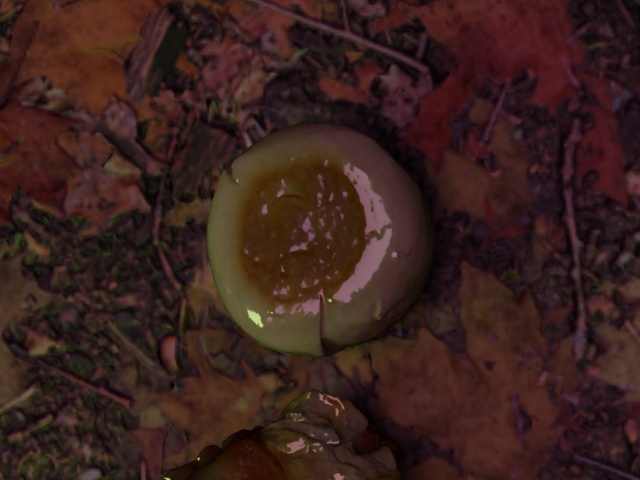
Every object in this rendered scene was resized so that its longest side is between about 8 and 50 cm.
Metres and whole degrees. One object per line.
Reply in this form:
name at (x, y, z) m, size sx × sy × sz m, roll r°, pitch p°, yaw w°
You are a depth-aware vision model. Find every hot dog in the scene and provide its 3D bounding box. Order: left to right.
hot dog at (-0.037, 0.194, 1.124) m, size 0.213 × 0.103 × 0.146 m, roll -30°, pitch 58°, yaw 3°

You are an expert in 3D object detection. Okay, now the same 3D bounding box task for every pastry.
pastry at (0.000, 0.000, 1.126) m, size 0.156 × 0.092 × 0.156 m, roll -1°, pitch 84°, yaw 13°
